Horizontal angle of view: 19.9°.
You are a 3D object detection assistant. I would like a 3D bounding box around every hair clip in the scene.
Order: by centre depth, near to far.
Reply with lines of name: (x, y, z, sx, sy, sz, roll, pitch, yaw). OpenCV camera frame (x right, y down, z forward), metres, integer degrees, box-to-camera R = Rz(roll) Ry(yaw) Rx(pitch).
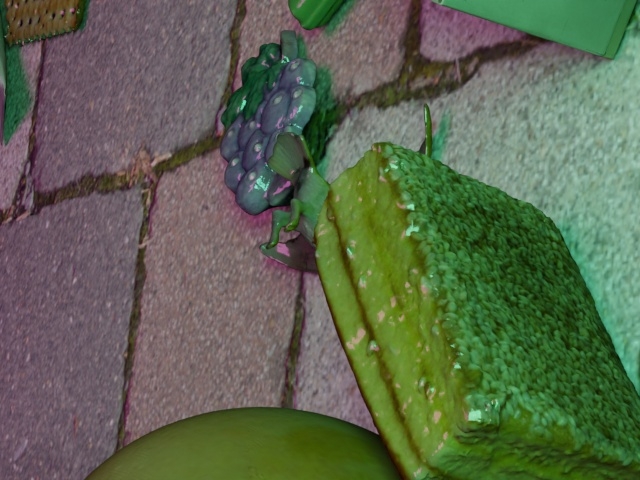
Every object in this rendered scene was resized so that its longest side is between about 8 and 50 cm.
hair clip: (-0.036, -0.100, 1.543, 0.124, 0.052, 0.195, -44, 36, 24)

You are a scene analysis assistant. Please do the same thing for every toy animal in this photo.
toy animal: (0.000, 0.000, 1.399, 0.219, 0.095, 0.155, -33, 48, 46)

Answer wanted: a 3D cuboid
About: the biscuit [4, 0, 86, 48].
biscuit: (-0.302, -0.284, 2.007, 0.203, 0.016, 0.144, -4, 74, 54)

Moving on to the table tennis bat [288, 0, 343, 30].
table tennis bat: (0.058, -0.267, 1.473, 0.257, 0.039, 0.160, -47, 41, 31)

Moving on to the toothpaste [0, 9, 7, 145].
toothpaste: (-0.385, -0.248, 2.087, 0.056, 0.058, 0.314, -32, 50, 17)

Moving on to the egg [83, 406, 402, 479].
egg: (-0.038, 0.255, 1.171, 0.374, 0.301, 0.301, 19, 94, 64)

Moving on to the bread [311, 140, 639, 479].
bread: (0.100, 0.070, 1.151, 0.110, 0.184, 0.234, -44, 44, 29)

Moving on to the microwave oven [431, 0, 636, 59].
microwave oven: (0.139, -0.269, 1.219, 0.145, 0.194, 0.240, 38, 111, 55)
